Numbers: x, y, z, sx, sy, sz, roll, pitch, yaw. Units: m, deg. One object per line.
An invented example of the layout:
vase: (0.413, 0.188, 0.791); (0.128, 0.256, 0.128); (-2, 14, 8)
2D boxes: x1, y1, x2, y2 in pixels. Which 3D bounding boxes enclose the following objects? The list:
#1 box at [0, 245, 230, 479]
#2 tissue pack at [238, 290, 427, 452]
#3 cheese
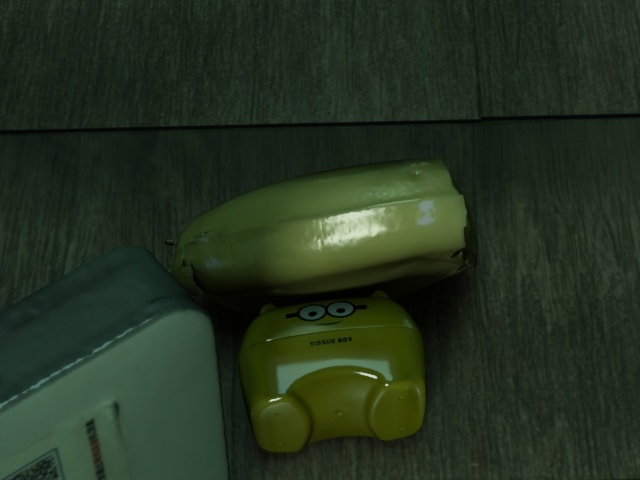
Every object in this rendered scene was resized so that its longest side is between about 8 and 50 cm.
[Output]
box: (-0.259, 0.227, 1.309); (0.397, 0.396, 0.111); (-30, 55, -23)
tissue pack: (0.012, 0.124, 1.567); (0.178, 0.123, 0.127); (-6, 48, -1)
cheese: (0.000, 0.000, 1.618); (0.316, 0.259, 0.128); (-13, 73, 11)
